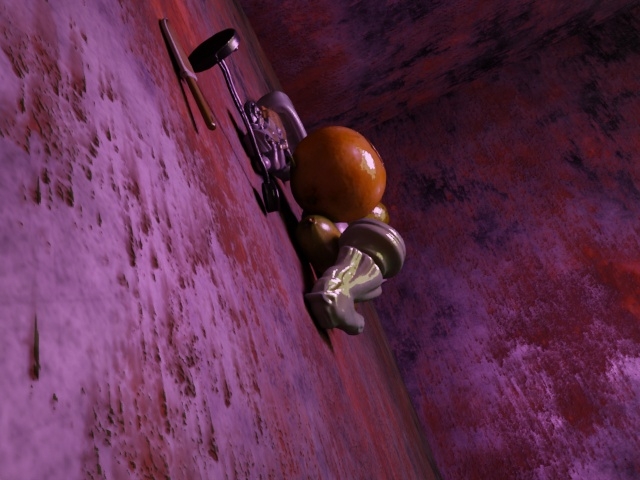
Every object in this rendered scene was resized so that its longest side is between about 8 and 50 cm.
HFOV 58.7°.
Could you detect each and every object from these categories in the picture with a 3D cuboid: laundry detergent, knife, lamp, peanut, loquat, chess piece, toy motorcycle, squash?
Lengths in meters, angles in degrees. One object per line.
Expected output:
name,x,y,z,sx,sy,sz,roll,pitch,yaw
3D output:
laundry detergent,-0.122,-0.367,1.823,0.398,0.124,0.264,-107,171,-63
knife,-0.229,-0.286,0.970,0.256,0.022,0.046,64,13,18
lamp,-0.174,-0.220,1.139,0.130,0.108,0.371,-126,-158,-54
peanut,-0.138,-0.293,1.528,0.093,0.083,0.194,44,20,-38
loquat,0.046,-0.173,1.500,0.263,0.263,0.263,-23,90,-84
chess piece,0.076,0.098,1.330,0.298,0.176,0.176,-55,130,-39
toy motorcycle,-0.125,-0.216,1.353,0.225,0.073,0.152,51,32,-54
squash,0.000,0.000,1.456,0.187,0.123,0.123,54,14,-58

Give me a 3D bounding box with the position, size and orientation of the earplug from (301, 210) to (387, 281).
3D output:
earplug,0.042,0.024,1.618,0.301,0.172,0.172,62,5,7

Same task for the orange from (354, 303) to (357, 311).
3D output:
orange,0.048,0.160,1.427,0.085,0.085,0.095,-102,178,-64

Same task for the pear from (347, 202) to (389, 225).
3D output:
pear,0.101,-0.007,1.772,0.164,0.255,0.238,-67,138,-84
